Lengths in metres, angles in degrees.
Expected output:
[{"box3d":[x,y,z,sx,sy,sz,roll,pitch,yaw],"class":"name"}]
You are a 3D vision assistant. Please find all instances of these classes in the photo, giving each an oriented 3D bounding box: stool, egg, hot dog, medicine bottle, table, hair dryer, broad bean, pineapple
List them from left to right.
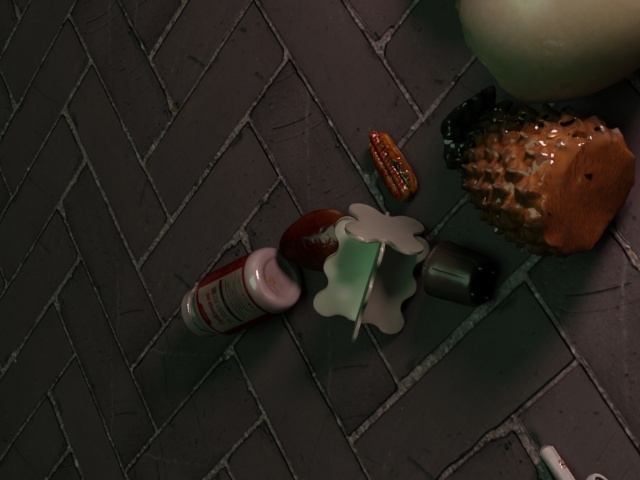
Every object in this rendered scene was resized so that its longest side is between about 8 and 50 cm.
[{"box3d":[-0.157,0.107,2.178,0.250,0.131,0.131,-26,72,42],"class":"medicine bottle"},{"box3d":[0.000,0.000,2.054,0.165,0.084,0.114,1,107,40],"class":"broad bean"},{"box3d":[0.085,0.062,1.918,0.166,0.166,0.198,40,125,39],"class":"table"},{"box3d":[0.122,-0.132,1.955,0.062,0.038,0.144,-47,58,36],"class":"hot dog"},{"box3d":[0.225,0.056,1.810,0.110,0.096,0.096,20,104,39],"class":"stool"},{"box3d":[0.284,-0.123,1.687,0.357,0.222,0.223,38,116,52],"class":"pineapple"},{"box3d":[0.375,0.357,1.688,0.082,0.047,0.137,-57,45,28],"class":"hair dryer"},{"box3d":[0.364,-0.353,1.537,0.336,0.278,0.278,-33,66,25],"class":"egg"}]
